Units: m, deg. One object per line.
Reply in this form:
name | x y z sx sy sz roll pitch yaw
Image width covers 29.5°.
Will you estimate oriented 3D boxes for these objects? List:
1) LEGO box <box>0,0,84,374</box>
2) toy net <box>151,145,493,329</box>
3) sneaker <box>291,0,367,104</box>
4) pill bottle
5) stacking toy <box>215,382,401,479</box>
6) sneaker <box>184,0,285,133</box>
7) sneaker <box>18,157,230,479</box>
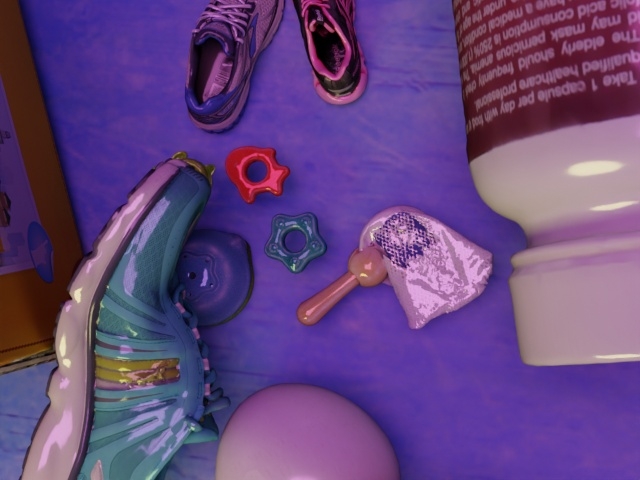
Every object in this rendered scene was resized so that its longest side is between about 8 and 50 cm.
LEGO box | -0.327 -0.140 0.702 0.193 0.372 0.500 -15 88 8
toy net | 0.000 0.000 0.822 0.232 0.045 0.122 2 85 8
sneaker | 0.002 -0.153 0.822 0.047 0.057 0.119 -18 83 10
pill bottle | 0.188 -0.132 0.704 0.224 0.224 0.392 -6 85 9
stacking toy | 0.078 0.280 0.692 0.351 0.350 0.480 -34 66 6
sneaker | -0.061 -0.142 0.831 0.052 0.058 0.135 12 88 10
sneaker | -0.107 0.084 0.775 0.110 0.107 0.275 16 100 11
